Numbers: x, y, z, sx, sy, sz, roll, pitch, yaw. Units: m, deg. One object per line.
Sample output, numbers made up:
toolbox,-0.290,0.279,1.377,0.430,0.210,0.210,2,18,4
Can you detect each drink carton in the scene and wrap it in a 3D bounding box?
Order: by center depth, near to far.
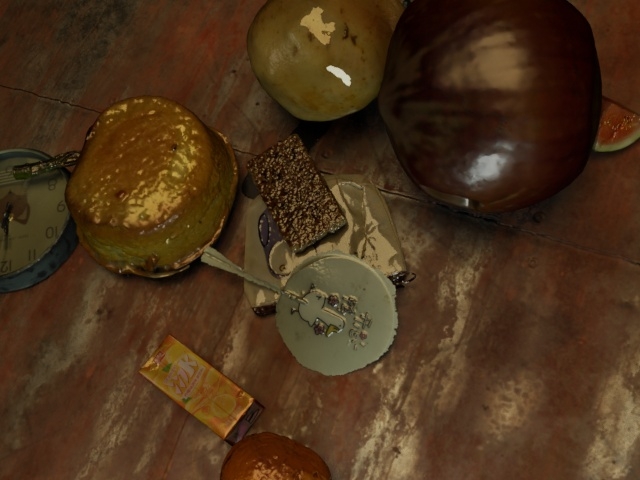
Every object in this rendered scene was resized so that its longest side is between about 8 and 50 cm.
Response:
drink carton,-0.222,0.278,1.585,0.223,0.071,0.096,32,76,23

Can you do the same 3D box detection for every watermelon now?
watermelon,0.560,-0.246,1.657,0.125,0.094,0.135,-30,60,6

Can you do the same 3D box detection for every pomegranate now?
pomegranate,0.014,-0.404,1.708,0.332,0.332,0.333,-4,66,9

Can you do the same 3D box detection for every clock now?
clock,-0.665,-0.050,1.818,0.325,0.067,0.325,-4,65,9

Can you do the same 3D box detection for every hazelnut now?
hazelnut,0.318,-0.267,1.538,0.402,0.402,0.429,-3,85,9

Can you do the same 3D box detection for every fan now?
fan,-0.051,0.107,1.611,0.414,0.012,0.233,21,91,15

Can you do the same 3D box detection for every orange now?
orange,-0.077,0.416,1.434,0.193,0.193,0.161,26,88,20

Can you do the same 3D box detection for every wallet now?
wallet,0.001,0.002,1.666,0.335,0.068,0.275,-13,67,7

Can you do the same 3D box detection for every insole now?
insole,-0.068,-0.182,1.796,0.086,0.005,0.253,38,79,22

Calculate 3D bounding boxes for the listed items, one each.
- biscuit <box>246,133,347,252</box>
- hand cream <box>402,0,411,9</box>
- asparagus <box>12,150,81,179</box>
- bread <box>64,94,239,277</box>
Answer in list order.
biscuit,-0.050,-0.095,1.668,0.131,0.025,0.231,-33,65,5
hand cream,0.036,-0.507,1.896,0.335,0.076,0.121,4,65,20
asparagus,-0.569,-0.162,1.799,0.165,0.030,0.036,-17,53,2
bread,-0.351,-0.112,1.713,0.336,0.204,0.358,7,70,19
